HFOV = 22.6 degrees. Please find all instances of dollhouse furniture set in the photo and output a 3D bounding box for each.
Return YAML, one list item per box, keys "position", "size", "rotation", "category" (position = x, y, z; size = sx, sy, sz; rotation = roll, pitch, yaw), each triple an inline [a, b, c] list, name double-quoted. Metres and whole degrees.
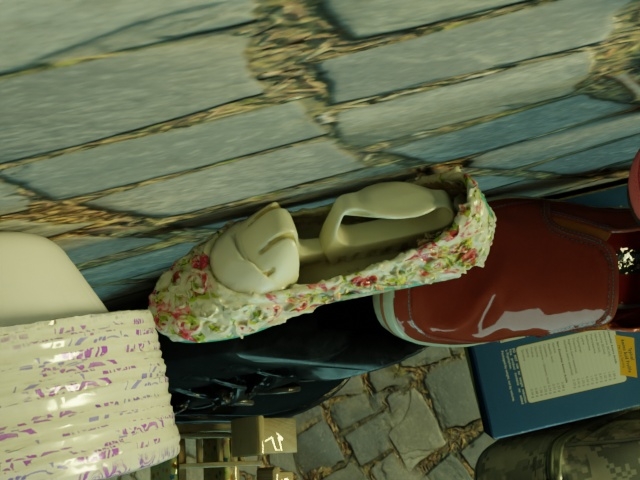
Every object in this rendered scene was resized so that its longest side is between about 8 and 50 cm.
- position: [-0.099, 0.264, 1.526]
  size: [0.101, 0.182, 0.161]
  rotation: [3, 169, -30]
  category: "dollhouse furniture set"

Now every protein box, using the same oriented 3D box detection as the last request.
- position: [0.230, 0.063, 1.477]
  size: [0.201, 0.200, 0.136]
  rotation: [-13, 176, 1]
  category: "protein box"

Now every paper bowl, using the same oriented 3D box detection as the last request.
- position: [-0.231, 0.084, 0.912]
  size: [0.284, 0.148, 0.284]
  rotation: [-13, 175, -1]
  category: "paper bowl"

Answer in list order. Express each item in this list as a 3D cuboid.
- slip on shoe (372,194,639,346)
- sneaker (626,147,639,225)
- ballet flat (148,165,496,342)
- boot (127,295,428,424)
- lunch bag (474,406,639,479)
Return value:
- position: [0.197, 0.026, 1.298]
  size: [0.331, 0.123, 0.101]
  rotation: [-2, -171, -24]
  category: "slip on shoe"
- position: [0.286, -0.074, 0.874]
  size: [0.136, 0.116, 0.313]
  rotation: [25, 154, -39]
  category: "sneaker"
- position: [0.000, 0.000, 1.048]
  size: [0.241, 0.091, 0.077]
  rotation: [-16, 145, -9]
  category: "ballet flat"
- position: [-0.018, 0.078, 1.491]
  size: [0.367, 0.146, 0.445]
  rotation: [-11, 170, -31]
  category: "boot"
- position: [0.320, 0.301, 1.480]
  size: [0.256, 0.305, 0.212]
  rotation: [-15, 177, 39]
  category: "lunch bag"
